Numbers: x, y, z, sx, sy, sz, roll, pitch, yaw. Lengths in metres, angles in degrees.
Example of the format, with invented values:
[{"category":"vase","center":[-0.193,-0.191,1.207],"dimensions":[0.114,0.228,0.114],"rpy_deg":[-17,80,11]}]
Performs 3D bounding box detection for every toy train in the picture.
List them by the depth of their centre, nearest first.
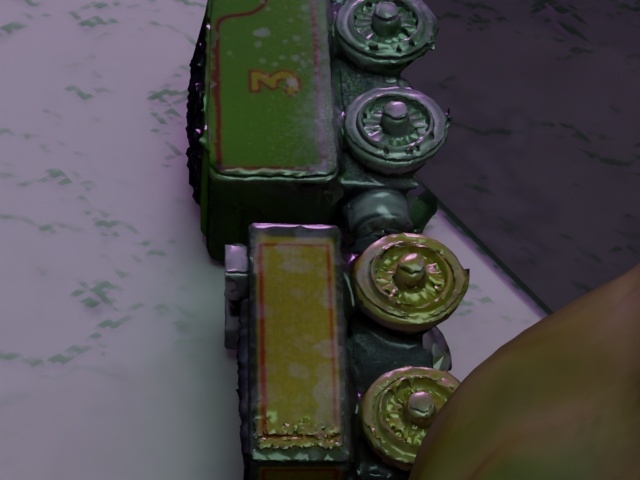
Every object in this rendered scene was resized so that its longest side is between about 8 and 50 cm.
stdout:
[{"category":"toy train","center":[0.000,0.000,0.538],"dimensions":[0.081,0.060,0.202],"rpy_deg":[0,52,-4]}]

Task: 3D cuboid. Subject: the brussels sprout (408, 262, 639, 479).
[{"category":"brussels sprout","center":[0.158,0.106,0.376],"dimensions":[0.328,0.247,0.328],"rpy_deg":[14,41,-12]}]
